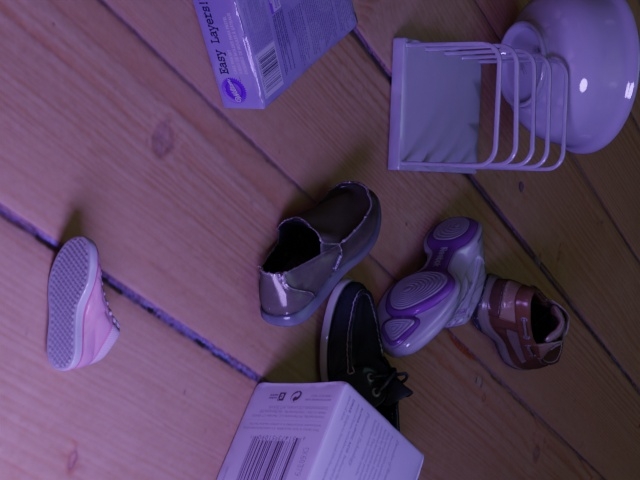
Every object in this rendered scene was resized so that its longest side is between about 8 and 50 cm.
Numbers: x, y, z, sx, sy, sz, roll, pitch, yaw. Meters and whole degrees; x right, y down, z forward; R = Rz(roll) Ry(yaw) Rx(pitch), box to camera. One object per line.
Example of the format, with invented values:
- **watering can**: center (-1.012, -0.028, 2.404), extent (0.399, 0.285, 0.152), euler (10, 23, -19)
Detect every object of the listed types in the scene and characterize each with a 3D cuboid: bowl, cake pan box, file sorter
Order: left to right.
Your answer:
- **cake pan box**: center (-0.058, -0.316, 1.500), extent (0.245, 0.070, 0.266), euler (-48, 133, -43)
- **file sorter**: center (0.244, -0.198, 1.914), extent (0.278, 0.173, 0.192), euler (-3, 95, -58)
- **bowl**: center (0.384, -0.289, 2.094), extent (0.134, 0.298, 0.297), euler (-3, 97, -24)

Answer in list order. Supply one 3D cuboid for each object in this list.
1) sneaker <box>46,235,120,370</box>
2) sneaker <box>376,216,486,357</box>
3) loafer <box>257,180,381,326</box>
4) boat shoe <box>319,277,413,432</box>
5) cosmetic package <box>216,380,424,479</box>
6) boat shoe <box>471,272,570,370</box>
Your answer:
- **sneaker**: center (-0.234, 0.063, 1.271), extent (0.070, 0.051, 0.134), euler (5, 93, -61)
- **sneaker**: center (0.184, 0.095, 1.904), extent (0.305, 0.114, 0.152), euler (-50, 133, -44)
- **loafer**: center (0.000, 0.000, 1.607), extent (0.251, 0.094, 0.087), euler (-56, 143, -39)
- **boat shoe**: center (0.073, 0.222, 1.736), extent (0.127, 0.113, 0.339), euler (-8, 100, -58)
- **cosmetic package**: center (0.002, 0.283, 1.557), extent (0.183, 0.151, 0.151), euler (46, 54, -36)
- **boat shoe**: center (0.371, 0.154, 2.216), extent (0.324, 0.120, 0.122), euler (35, 64, -55)
